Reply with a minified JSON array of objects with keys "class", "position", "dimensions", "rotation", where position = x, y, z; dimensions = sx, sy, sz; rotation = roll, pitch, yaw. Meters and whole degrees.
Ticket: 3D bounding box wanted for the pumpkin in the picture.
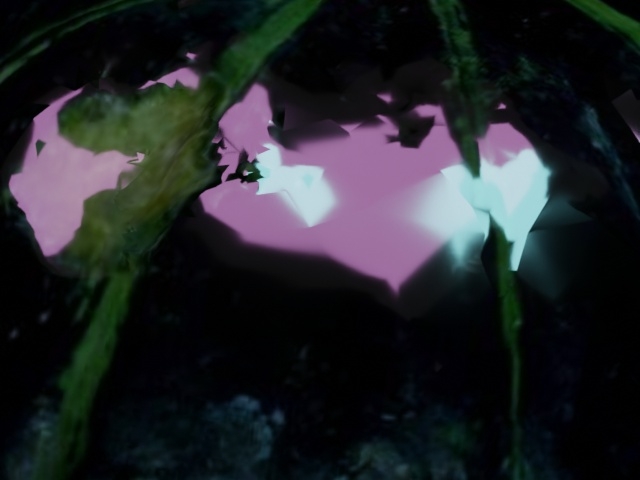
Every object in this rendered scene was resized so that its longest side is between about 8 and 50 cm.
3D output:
[{"class":"pumpkin","position":[0.000,0.000,0.476],"dimensions":[0.315,0.238,0.315],"rotation":[6,33,-4]}]
